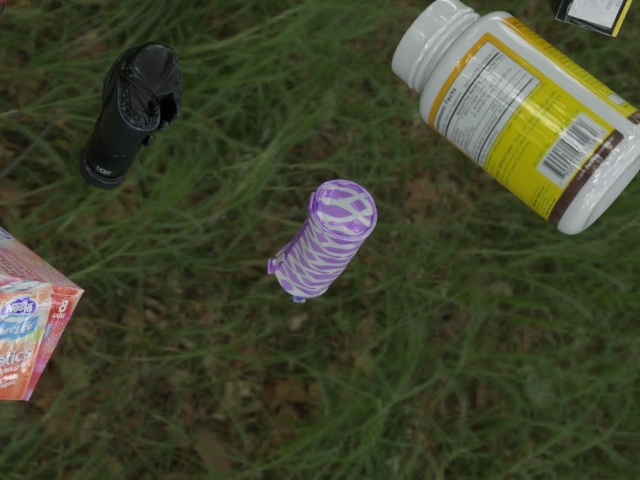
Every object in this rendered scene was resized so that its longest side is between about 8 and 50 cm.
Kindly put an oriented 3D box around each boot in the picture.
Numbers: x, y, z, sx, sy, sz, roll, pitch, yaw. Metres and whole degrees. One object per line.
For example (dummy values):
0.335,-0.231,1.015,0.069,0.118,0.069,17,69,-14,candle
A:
-0.233,-0.205,1.501,0.094,0.207,0.246,27,56,-16,boot

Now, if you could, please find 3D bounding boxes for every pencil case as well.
0.000,0.000,1.392,0.088,0.206,0.086,17,60,-11,pencil case

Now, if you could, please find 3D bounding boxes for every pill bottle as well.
0.166,-0.111,0.947,0.215,0.117,0.117,42,46,16,pill bottle

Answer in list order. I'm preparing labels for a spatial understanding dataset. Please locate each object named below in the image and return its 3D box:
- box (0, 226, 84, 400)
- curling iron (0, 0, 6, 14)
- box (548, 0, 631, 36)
-0.435,0.039,1.273,0.142,0.300,0.154,18,102,-59,box
-0.363,-0.362,1.285,0.035,0.274,0.068,35,33,11,curling iron
0.321,-0.411,1.259,0.322,0.079,0.257,-86,-169,-58,box
